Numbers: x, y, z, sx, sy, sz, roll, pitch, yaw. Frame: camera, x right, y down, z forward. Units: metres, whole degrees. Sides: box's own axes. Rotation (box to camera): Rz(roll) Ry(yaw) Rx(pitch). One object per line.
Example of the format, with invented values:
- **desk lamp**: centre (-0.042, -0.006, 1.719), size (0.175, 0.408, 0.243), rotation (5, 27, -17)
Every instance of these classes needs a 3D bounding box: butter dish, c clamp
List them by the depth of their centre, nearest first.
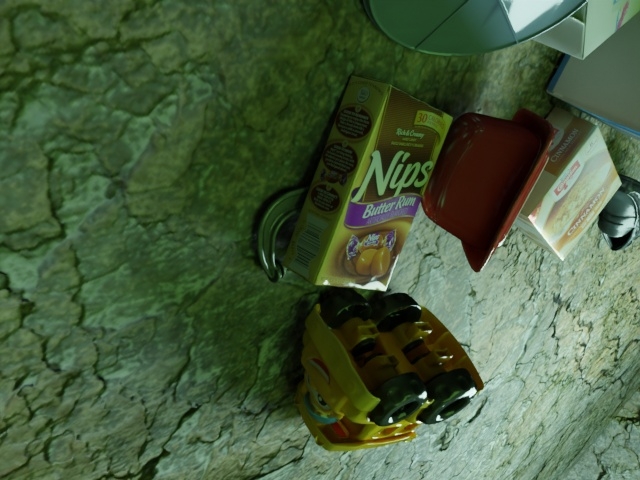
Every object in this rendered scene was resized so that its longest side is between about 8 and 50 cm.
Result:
- **c clamp**: centre (0.000, 0.000, 0.627), size (0.161, 0.022, 0.137), rotation (-13, 129, -39)
- **butter dish**: centre (0.148, -0.073, 0.651), size (0.160, 0.118, 0.160), rotation (-77, -170, -70)

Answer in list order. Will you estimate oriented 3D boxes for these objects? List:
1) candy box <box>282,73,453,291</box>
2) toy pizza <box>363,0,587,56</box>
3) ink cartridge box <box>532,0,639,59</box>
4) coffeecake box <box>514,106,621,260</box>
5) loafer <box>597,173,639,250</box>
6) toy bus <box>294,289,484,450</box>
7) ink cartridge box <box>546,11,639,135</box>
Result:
- **candy box**: centre (0.046, -0.048, 0.591), size (0.109, 0.053, 0.186), rotation (9, 103, -48)
- **toy pizza**: centre (0.132, -0.217, 0.497), size (0.202, 0.032, 0.201), rotation (-5, 160, -2)
- **ink cartridge box**: centre (0.258, -0.258, 0.621), size (0.143, 0.092, 0.090), rotation (-40, 142, -12)
- **coffeecake box**: centre (0.327, -0.071, 0.860), size (0.142, 0.068, 0.185), rotation (-54, 142, 5)
- **loafer**: centre (0.508, -0.042, 1.058), size (0.078, 0.076, 0.223), rotation (-58, 146, -4)
- **toy bus**: centre (0.045, 0.177, 0.739), size (0.220, 0.149, 0.211), rotation (10, 128, -46)
- **ink cartridge box**: centre (0.461, -0.210, 0.777), size (0.270, 0.197, 0.198), rotation (6, 115, -47)
